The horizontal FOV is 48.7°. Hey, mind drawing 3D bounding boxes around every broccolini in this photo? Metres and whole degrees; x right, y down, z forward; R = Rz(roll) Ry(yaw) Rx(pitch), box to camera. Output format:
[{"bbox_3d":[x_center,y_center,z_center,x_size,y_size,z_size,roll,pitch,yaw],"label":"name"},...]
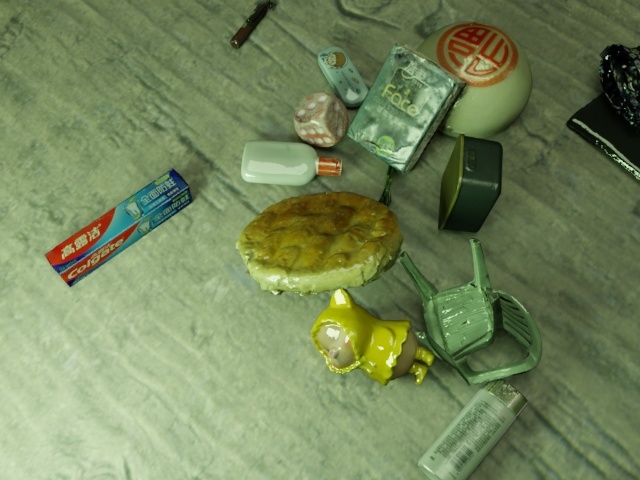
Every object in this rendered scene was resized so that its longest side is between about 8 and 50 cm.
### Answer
[{"bbox_3d":[0.142,-0.110,1.561,0.035,0.030,0.139,-11,52,35],"label":"broccolini"}]

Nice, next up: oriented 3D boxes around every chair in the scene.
[{"bbox_3d":[0.291,0.139,1.323,0.191,0.274,0.203,-21,50,15],"label":"chair"}]

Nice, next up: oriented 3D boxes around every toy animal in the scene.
[{"bbox_3d":[0.100,0.193,1.340,0.230,0.156,0.156,27,67,8],"label":"toy animal"}]

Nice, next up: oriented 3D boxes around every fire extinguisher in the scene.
[{"bbox_3d":[-0.169,-0.550,1.764,0.035,0.049,0.173,23,66,19],"label":"fire extinguisher"}]

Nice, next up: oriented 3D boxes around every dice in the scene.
[{"bbox_3d":[0.001,-0.270,1.583,0.093,0.094,0.091,3,61,37],"label":"dice"}]

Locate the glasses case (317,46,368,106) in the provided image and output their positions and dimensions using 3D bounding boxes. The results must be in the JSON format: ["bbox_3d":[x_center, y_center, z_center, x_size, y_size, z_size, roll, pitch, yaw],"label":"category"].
[{"bbox_3d":[0.054,-0.391,1.683,0.067,0.045,0.178,-23,66,-11],"label":"glasses case"}]

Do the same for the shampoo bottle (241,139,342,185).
[{"bbox_3d":[-0.062,-0.171,1.573,0.221,0.051,0.108,5,62,3],"label":"shampoo bottle"}]

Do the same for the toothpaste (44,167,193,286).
[{"bbox_3d":[-0.419,-0.029,1.493,0.320,0.076,0.066,-38,72,-16],"label":"toothpaste"}]

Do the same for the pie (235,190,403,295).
[{"bbox_3d":[0.000,0.000,1.403,0.340,0.083,0.339,-8,32,5],"label":"pie"}]

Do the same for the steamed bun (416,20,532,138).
[{"bbox_3d":[0.342,-0.381,1.603,0.283,0.177,0.282,0,64,1],"label":"steamed bun"}]

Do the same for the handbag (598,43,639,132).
[{"bbox_3d":[0.749,-0.358,1.604,0.208,0.126,0.228,0,60,-17],"label":"handbag"}]

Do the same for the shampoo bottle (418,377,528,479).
[{"bbox_3d":[0.283,0.357,1.308,0.086,0.056,0.227,38,70,21],"label":"shampoo bottle"}]

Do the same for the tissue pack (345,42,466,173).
[{"bbox_3d":[0.183,-0.287,1.545,0.173,0.235,0.073,40,26,19],"label":"tissue pack"}]

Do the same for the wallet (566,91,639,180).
[{"bbox_3d":[0.711,-0.223,1.605,0.146,0.030,0.285,-38,69,-16],"label":"wallet"}]

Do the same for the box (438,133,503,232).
[{"bbox_3d":[0.308,-0.112,1.461,0.090,0.201,0.144,9,63,0],"label":"box"}]
